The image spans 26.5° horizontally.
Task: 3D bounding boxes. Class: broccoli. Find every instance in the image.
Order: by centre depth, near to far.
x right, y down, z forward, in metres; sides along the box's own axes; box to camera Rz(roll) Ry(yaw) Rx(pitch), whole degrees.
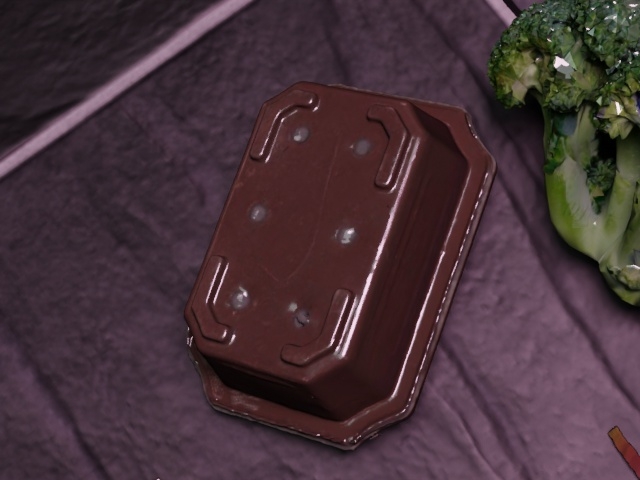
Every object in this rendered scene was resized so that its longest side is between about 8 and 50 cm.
[{"bbox_3d":[0.253,-0.077,0.853,0.294,0.265,0.245,45,120,24],"label":"broccoli"}]

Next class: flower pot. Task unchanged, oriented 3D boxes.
[{"bbox_3d":[0.000,0.000,0.907,0.179,0.084,0.250,14,76,26],"label":"flower pot"}]

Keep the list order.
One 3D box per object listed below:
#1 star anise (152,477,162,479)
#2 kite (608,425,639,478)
[{"bbox_3d":[-0.200,0.207,0.920,0.140,0.144,0.158,-37,55,45],"label":"star anise"},{"bbox_3d":[0.291,0.263,0.837,0.204,0.022,0.360,-40,73,-4],"label":"kite"}]
